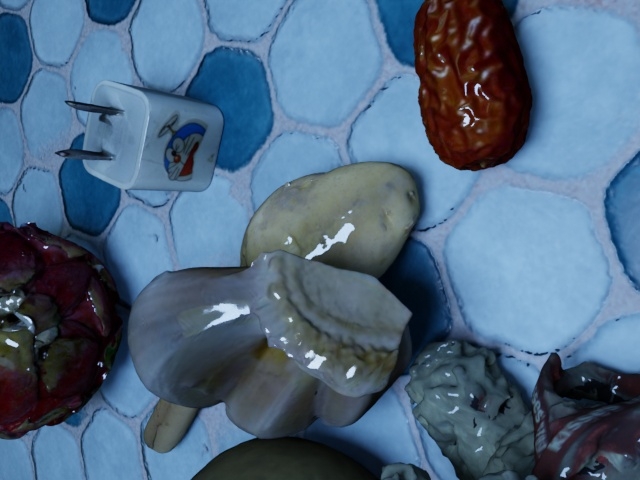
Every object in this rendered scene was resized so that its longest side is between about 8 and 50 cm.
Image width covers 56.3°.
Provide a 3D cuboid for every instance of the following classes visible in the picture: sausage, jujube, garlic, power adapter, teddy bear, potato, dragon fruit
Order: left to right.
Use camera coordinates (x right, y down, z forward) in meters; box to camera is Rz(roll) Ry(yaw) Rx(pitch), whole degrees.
[{"bbox_3d":[-0.451,0.130,0.880,0.329,0.329,0.329,2,93,34],"label":"dragon fruit"},{"bbox_3d":[-0.248,-0.137,0.790,0.125,0.205,0.130,24,107,31],"label":"power adapter"},{"bbox_3d":[-0.178,0.180,0.841,0.066,0.066,0.301,37,113,28],"label":"sausage"},{"bbox_3d":[-0.057,0.118,0.609,0.325,0.279,0.132,126,163,-55],"label":"garlic"},{"bbox_3d":[0.002,0.004,0.670,0.235,0.128,0.161,-12,86,29],"label":"potato"},{"bbox_3d":[0.144,-0.156,0.572,0.112,0.109,0.176,165,99,-66],"label":"jujube"},{"bbox_3d":[0.177,0.193,0.419,0.357,0.367,0.224,-15,89,35],"label":"teddy bear"}]

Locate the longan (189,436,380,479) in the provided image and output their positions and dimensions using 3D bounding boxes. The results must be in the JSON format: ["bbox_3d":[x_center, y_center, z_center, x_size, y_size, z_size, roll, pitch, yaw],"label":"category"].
[{"bbox_3d":[-0.040,0.351,0.620,0.297,0.297,0.297,2,93,34],"label":"longan"}]
